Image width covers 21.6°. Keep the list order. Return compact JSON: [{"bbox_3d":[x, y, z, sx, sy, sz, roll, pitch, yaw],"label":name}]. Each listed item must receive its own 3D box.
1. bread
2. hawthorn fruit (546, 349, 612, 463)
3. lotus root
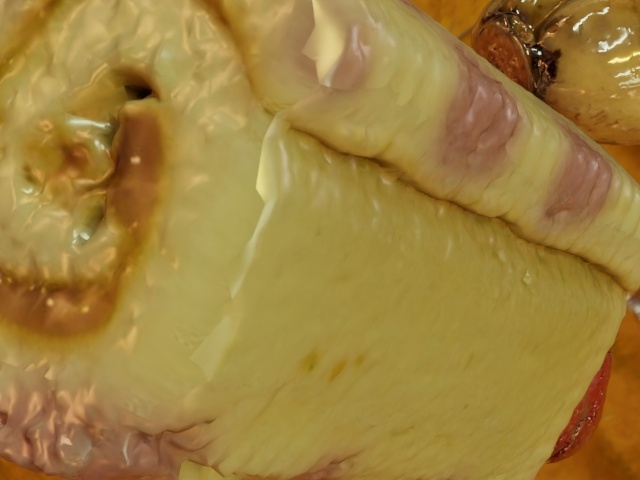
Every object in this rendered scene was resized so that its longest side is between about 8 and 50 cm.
[{"bbox_3d":[0.000,0.000,0.625,0.155,0.338,0.187,30,95,30],"label":"bread"},{"bbox_3d":[0.166,0.096,1.341,0.148,0.148,0.172,14,108,-5],"label":"hawthorn fruit"},{"bbox_3d":[0.187,-0.115,0.986,0.220,0.118,0.125,-9,54,-32],"label":"lotus root"}]
